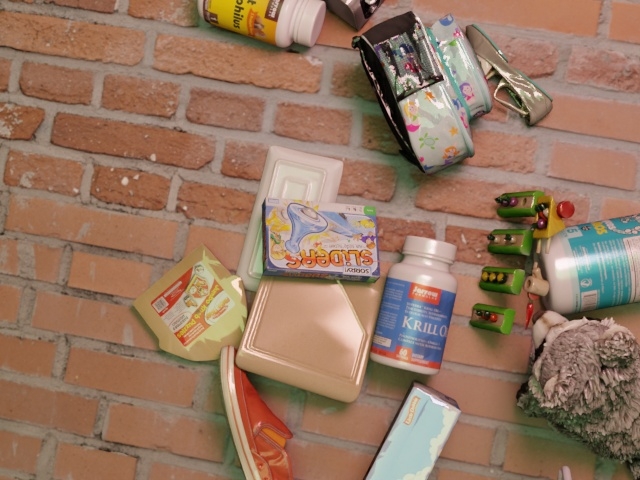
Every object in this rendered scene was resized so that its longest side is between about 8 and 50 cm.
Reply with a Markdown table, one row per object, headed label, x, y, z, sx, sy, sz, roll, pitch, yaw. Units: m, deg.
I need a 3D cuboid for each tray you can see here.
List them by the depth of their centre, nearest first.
| label | x | y | z | sx | sy | sz | roll | pitch | yaw |
| --- | --- | --- | --- | --- | --- | --- | --- | --- | --- |
| tray | -0.059 | -0.031 | 1.479 | 0.145 | 0.030 | 0.270 | 14 | 87 | 8 |

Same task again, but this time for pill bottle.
| label | x | y | z | sx | sy | sz | roll | pitch | yaw |
| --- | --- | --- | --- | --- | --- | --- | --- | --- | --- |
| pill bottle | 0.497 | 0.034 | 1.358 | 0.264 | 0.146 | 0.146 | -10 | 84 | 4 |
| pill bottle | 0.165 | 0.109 | 1.397 | 0.124 | 0.124 | 0.221 | 12 | 87 | 7 |
| pill bottle | -0.104 | -0.420 | 1.471 | 0.215 | 0.117 | 0.117 | 20 | 88 | 7 |

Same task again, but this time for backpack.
| label | x | y | z | sx | sy | sz | roll | pitch | yaw |
| --- | --- | --- | --- | --- | --- | --- | --- | --- | --- |
| backpack | 0.184 | -0.243 | 1.376 | 0.191 | 0.225 | 0.253 | -18 | 88 | 9 |

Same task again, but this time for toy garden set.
| label | x | y | z | sx | sy | sz | roll | pitch | yaw |
| --- | --- | --- | --- | --- | --- | --- | --- | --- | --- |
| toy garden set | 0.317 | 0.032 | 1.346 | 0.049 | 0.204 | 0.244 | 16 | 86 | -17 |

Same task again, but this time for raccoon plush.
| label | x | y | z | sx | sy | sz | roll | pitch | yaw |
| --- | --- | --- | --- | --- | --- | --- | --- | --- | --- |
| raccoon plush | 0.501 | 0.263 | 1.262 | 0.446 | 0.299 | 0.216 | 30 | 89 | 7 |

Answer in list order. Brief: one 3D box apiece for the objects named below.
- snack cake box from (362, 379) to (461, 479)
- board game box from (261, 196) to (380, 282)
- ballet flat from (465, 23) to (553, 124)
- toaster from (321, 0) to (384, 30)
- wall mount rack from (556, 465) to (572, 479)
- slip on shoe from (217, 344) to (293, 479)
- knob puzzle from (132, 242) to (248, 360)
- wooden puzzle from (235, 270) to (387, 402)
| label | x | y | z | sx | sy | sz | roll | pitch | yaw |
| --- | --- | --- | --- | --- | --- | --- | --- | --- | --- |
| snack cake box | 0.135 | 0.373 | 1.365 | 0.089 | 0.152 | 0.264 | 27 | 89 | 7 |
| board game box | 0.000 | 0.000 | 1.413 | 0.201 | 0.035 | 0.136 | 4 | 65 | -15 |
| ballet flat | 0.316 | -0.289 | 1.441 | 0.068 | 0.072 | 0.213 | -44 | 83 | 5 |
| toaster | 0.053 | -0.503 | 1.466 | 0.185 | 0.110 | 0.168 | 40 | 89 | 8 |
| wall mount rack | 0.464 | 0.510 | 1.275 | 0.350 | 0.130 | 0.304 | 6 | 111 | 7 |
| slip on shoe | -0.103 | 0.336 | 1.418 | 0.101 | 0.123 | 0.331 | -19 | 87 | -11 |
| knob puzzle | -0.214 | 0.132 | 1.482 | 0.213 | 0.030 | 0.213 | -1 | 85 | 6 |
| wooden puzzle | -0.012 | 0.138 | 1.420 | 0.221 | 0.044 | 0.239 | 20 | 75 | -8 |
